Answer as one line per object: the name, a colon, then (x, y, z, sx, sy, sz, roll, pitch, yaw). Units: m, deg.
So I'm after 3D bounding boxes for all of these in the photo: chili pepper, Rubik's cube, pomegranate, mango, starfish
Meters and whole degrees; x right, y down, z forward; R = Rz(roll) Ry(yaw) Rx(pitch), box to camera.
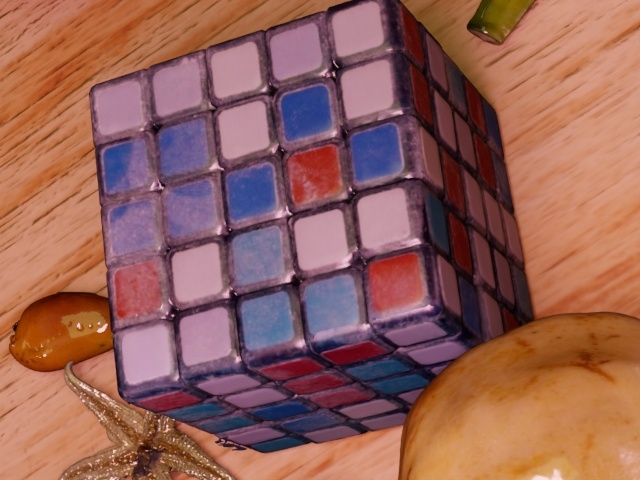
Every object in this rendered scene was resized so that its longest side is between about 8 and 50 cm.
chili pepper: (0.212, -0.261, 1.688, 0.202, 0.050, 0.052, -46, 78, 8)
Rubik's cube: (0.000, 0.000, 1.567, 0.286, 0.292, 0.293, -15, 67, 19)
pomegranate: (0.206, 0.223, 1.392, 0.332, 0.332, 0.333, -7, 71, 22)
mango: (-0.240, 0.087, 1.774, 0.127, 0.063, 0.077, -13, 64, 15)
starfish: (-0.158, 0.185, 1.714, 0.223, 0.050, 0.217, 40, 87, 17)
